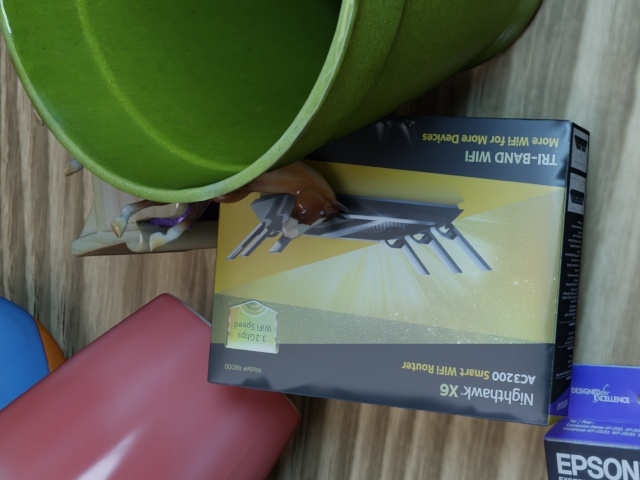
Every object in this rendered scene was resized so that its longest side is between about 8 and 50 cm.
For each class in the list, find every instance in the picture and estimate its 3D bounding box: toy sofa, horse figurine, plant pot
[{"bbox_3d":[-0.155,-0.167,1.205,0.177,0.150,0.363,-14,82,43],"label":"toy sofa"},{"bbox_3d":[-0.121,-0.079,1.023,0.263,0.174,0.066,44,147,31],"label":"horse figurine"},{"bbox_3d":[-0.169,0.204,1.232,0.275,0.243,0.275,40,166,12],"label":"plant pot"},{"bbox_3d":[-0.005,-0.234,0.953,0.366,0.353,0.367,10,106,39],"label":"plant pot"}]

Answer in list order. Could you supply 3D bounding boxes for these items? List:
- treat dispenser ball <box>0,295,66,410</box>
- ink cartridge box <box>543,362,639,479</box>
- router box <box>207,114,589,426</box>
[{"bbox_3d":[-0.440,0.200,1.476,0.288,0.288,0.288,11,107,39],"label":"treat dispenser ball"},{"bbox_3d":[0.284,0.208,1.010,0.206,0.045,0.208,-3,96,42],"label":"ink cartridge box"},{"bbox_3d":[0.062,0.016,1.048,0.308,0.081,0.243,4,90,23],"label":"router box"}]
